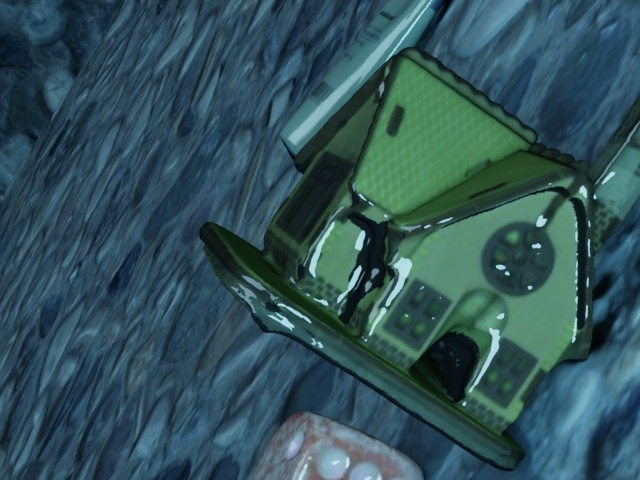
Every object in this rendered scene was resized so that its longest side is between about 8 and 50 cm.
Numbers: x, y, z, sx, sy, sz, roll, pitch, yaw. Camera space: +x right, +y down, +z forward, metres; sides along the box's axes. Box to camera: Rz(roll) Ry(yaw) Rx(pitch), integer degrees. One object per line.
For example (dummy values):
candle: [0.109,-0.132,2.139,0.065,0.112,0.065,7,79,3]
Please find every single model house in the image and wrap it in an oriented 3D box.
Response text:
model house: [0.090,-0.041,1.207,0.279,0.218,0.205,-57,17,3]

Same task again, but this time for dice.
dice: [0.008,0.172,1.308,0.094,0.093,0.091,-67,16,-11]

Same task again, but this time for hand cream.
hand cream: [0.070,-0.201,1.819,0.321,0.067,0.109,-56,15,3]
